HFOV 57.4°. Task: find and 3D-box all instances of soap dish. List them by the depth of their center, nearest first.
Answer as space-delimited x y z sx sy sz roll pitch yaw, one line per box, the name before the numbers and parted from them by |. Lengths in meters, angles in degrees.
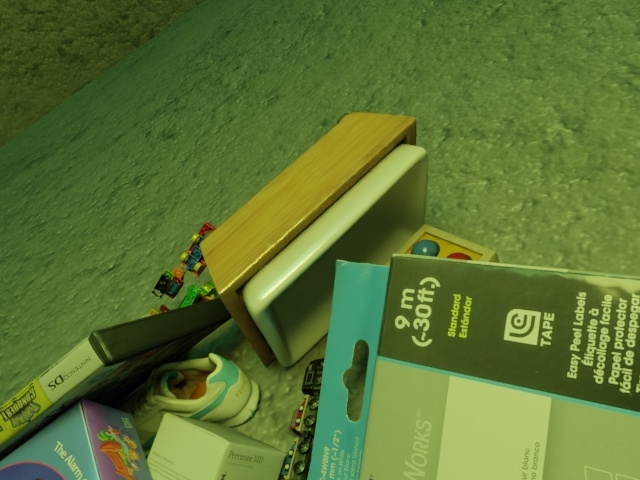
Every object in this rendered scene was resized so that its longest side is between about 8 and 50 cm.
soap dish | 0.000 0.000 0.712 0.291 0.229 0.118 -42 64 -15

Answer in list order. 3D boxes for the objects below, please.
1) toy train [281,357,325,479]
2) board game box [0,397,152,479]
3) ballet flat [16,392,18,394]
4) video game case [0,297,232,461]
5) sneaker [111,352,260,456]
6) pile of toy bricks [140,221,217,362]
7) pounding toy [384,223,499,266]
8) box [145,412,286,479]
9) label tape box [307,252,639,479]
toy train | -0.016 0.203 0.662 0.036 0.027 0.158 -13 40 27
board game box | -0.228 0.351 0.496 0.233 0.078 0.347 -37 53 4
ballet flat | -0.370 0.244 0.825 0.188 0.070 0.070 15 56 39
video game case | -0.249 0.161 0.673 0.248 0.035 0.275 -37 -9 14
sneaker | -0.195 0.201 0.729 0.228 0.092 0.087 -23 40 12
pile of toy bricks | -0.172 0.083 0.845 0.212 0.118 0.105 -56 -8 12
pounding toy | 0.127 0.059 0.669 0.141 0.100 0.130 -44 39 -17
box | -0.112 0.241 0.605 0.101 0.101 0.087 7 71 37
label tape box | 0.116 0.144 0.479 0.347 0.115 0.249 5 83 35
